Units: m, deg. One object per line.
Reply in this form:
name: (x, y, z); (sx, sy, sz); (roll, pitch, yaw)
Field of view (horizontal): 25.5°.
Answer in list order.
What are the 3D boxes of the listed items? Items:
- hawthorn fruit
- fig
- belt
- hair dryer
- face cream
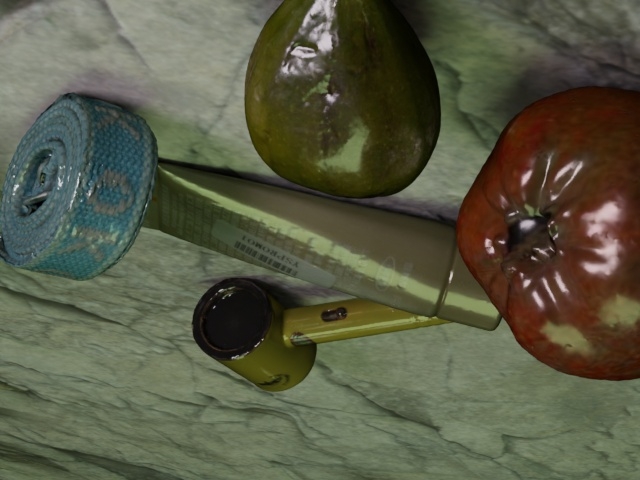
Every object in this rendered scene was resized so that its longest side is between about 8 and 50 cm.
hawthorn fruit: (0.233, -0.008, 1.025); (0.210, 0.210, 0.262); (-17, 171, 43)
fig: (0.024, -0.122, 0.921); (0.133, 0.184, 0.126); (25, -155, 22)
belt: (-0.190, -0.038, 1.109); (0.082, 0.147, 0.163); (17, -176, -32)
hair dryer: (0.021, 0.088, 1.454); (0.279, 0.090, 0.135); (-10, 153, 21)
face cream: (0.000, 0.000, 1.252); (0.341, 0.084, 0.137); (14, 156, 1)
